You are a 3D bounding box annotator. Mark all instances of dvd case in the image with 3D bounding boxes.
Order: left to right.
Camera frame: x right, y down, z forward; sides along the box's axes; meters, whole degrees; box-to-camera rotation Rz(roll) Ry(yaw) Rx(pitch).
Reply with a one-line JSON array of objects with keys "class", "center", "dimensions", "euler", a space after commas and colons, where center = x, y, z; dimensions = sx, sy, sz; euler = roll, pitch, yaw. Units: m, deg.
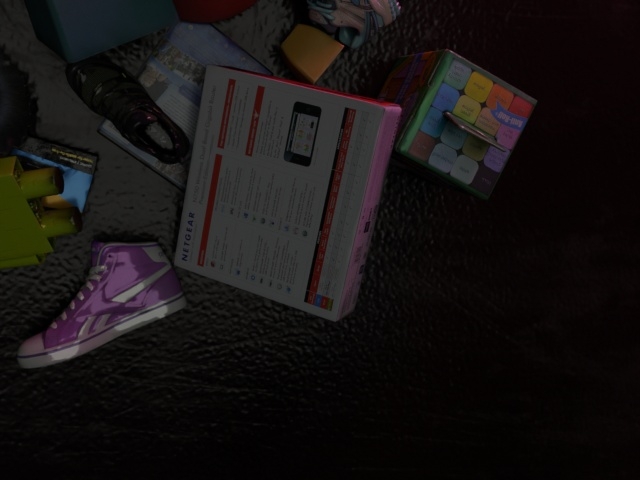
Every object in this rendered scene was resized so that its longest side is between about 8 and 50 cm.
[{"class": "dvd case", "center": [-0.220, -0.228, 1.259], "dimensions": [0.180, 0.022, 0.253], "euler": [36, 90, -18]}]

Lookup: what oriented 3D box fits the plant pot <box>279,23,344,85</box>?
[{"class": "plant pot", "center": [-0.021, -0.312, 1.267], "dimensions": [0.083, 0.081, 0.081], "euler": [40, 89, -7]}]

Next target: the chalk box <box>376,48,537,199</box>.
[{"class": "chalk box", "center": [0.208, -0.189, 1.236], "dimensions": [0.180, 0.289, 0.179], "euler": [26, 92, -18]}]

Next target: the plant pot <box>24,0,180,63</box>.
[{"class": "plant pot", "center": [-0.323, -0.390, 1.012], "dimensions": [0.165, 0.165, 0.234], "euler": [-28, 127, -21]}]

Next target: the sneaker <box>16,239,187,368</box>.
[{"class": "sneaker", "center": [-0.376, 0.089, 1.244], "dimensions": [0.282, 0.102, 0.161], "euler": [-26, 102, -20]}]

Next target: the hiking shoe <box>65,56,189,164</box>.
[{"class": "hiking shoe", "center": [-0.290, -0.203, 1.172], "dimensions": [0.227, 0.114, 0.086], "euler": [38, 89, -18]}]

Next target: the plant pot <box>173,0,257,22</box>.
[{"class": "plant pot", "center": [-0.167, -0.470, 1.100], "dimensions": [0.274, 0.243, 0.275], "euler": [-1, 96, -13]}]

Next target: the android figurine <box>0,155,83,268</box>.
[{"class": "android figurine", "center": [-0.507, -0.040, 1.138], "dimensions": [0.272, 0.056, 0.248], "euler": [-10, 137, 1]}]

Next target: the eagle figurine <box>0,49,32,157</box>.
[{"class": "eagle figurine", "center": [-0.576, -0.264, 1.086], "dimensions": [0.225, 0.226, 0.298], "euler": [-43, 139, -37]}]

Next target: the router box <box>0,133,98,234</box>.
[{"class": "router box", "center": [-0.457, -0.098, 1.208], "dimensions": [0.178, 0.046, 0.133], "euler": [16, 96, -17]}]

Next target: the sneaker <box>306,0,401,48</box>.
[{"class": "sneaker", "center": [0.025, -0.392, 1.194], "dimensions": [0.122, 0.110, 0.283], "euler": [-48, 145, 8]}]

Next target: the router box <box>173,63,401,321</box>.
[{"class": "router box", "center": [-0.060, -0.080, 1.193], "dimensions": [0.301, 0.082, 0.336], "euler": [18, 105, 20]}]
